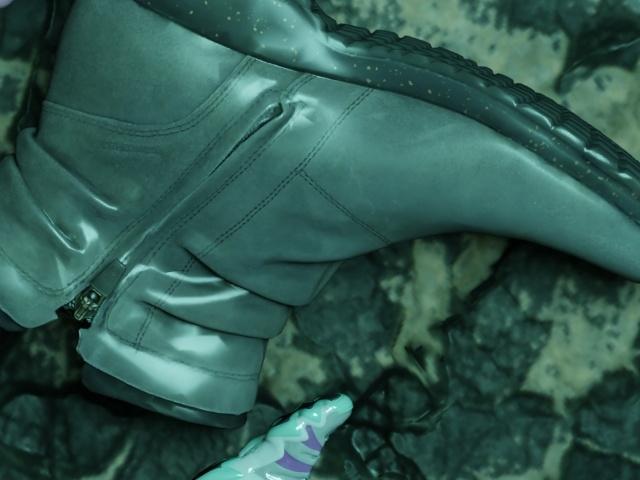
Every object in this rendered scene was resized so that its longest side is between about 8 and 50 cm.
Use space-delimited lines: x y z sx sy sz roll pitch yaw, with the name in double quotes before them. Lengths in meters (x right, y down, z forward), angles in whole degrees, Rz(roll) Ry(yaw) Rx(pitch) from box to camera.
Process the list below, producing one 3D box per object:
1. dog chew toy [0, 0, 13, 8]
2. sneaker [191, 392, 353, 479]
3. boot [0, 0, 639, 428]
"dog chew toy" -0.157 -0.277 0.887 0.206 0.206 0.332 6 100 2
"sneaker" -0.012 0.127 0.963 0.098 0.038 0.069 -34 91 11
"boot" 0.000 0.000 0.936 0.338 0.118 0.223 26 100 5
